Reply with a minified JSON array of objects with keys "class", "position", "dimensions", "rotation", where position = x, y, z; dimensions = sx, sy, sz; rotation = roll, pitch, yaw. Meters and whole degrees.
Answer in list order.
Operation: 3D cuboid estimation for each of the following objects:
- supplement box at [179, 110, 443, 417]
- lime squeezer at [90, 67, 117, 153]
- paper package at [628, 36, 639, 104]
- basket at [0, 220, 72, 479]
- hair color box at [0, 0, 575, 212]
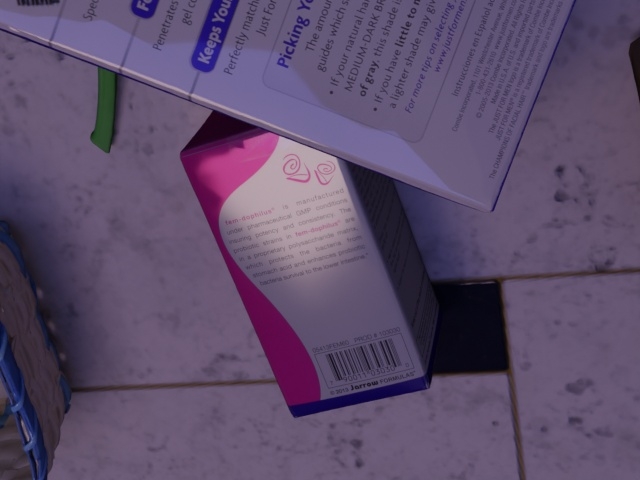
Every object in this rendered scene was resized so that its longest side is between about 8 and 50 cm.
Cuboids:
[{"class":"supplement box","position":[0.000,0.000,0.881],"dimensions":[0.111,0.114,0.220],"rotation":[-14,113,18]},{"class":"lime squeezer","position":[-0.101,-0.189,0.842],"dimensions":[0.110,0.059,0.310],"rotation":[43,115,-10]},{"class":"paper package","position":[0.351,-0.044,0.675],"dimensions":[0.325,0.309,0.168],"rotation":[-15,114,19]},{"class":"basket","position":[-0.314,0.130,0.910],"dimensions":[0.201,0.289,0.255],"rotation":[-9,110,10]},{"class":"hair color box","position":[-0.028,-0.161,0.723],"dimensions":[0.339,0.110,0.185],"rotation":[21,94,-5]}]
